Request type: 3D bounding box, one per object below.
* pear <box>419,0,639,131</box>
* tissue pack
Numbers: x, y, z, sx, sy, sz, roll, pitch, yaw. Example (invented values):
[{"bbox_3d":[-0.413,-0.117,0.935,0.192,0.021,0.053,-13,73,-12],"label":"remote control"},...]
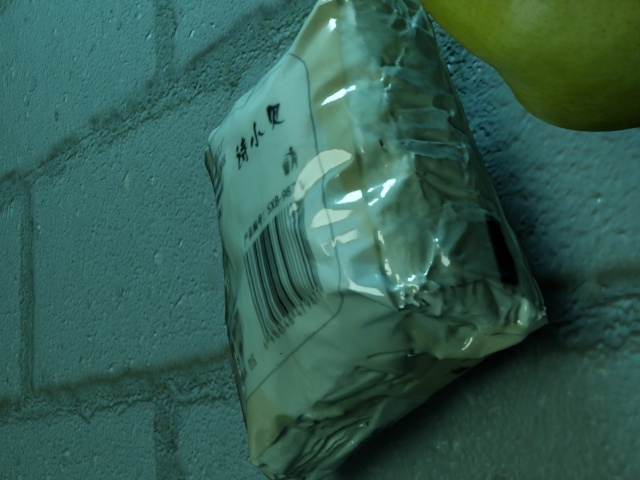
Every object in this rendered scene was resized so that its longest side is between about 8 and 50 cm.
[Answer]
[{"bbox_3d":[0.188,-0.225,0.605,0.314,0.314,0.314,-11,76,52],"label":"pear"},{"bbox_3d":[0.000,0.000,0.907,0.375,0.195,0.389,-43,52,50],"label":"tissue pack"}]
